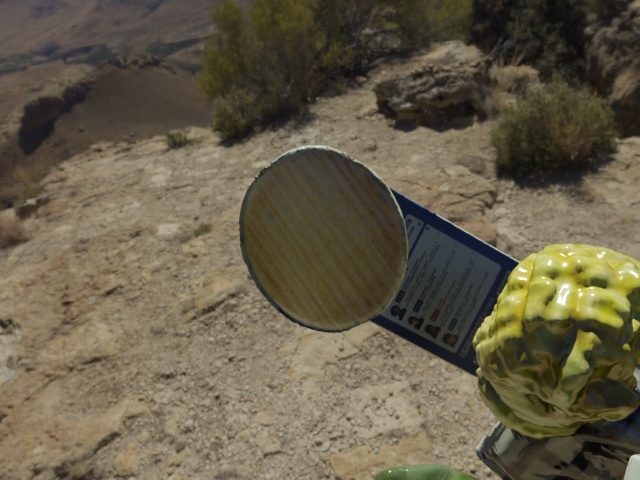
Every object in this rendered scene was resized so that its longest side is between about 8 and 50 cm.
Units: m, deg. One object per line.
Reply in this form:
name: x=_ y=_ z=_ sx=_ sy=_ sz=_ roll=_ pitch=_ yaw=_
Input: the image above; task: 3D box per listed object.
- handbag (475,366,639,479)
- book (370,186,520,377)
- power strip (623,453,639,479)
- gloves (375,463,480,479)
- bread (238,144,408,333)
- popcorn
handbag: x=0.455 y=0.329 z=0.820 sx=0.162 sy=0.325 sz=0.327 roll=-13 pitch=44 yaw=-45
book: x=0.266 y=0.104 z=1.254 sx=0.428 sy=0.300 sz=0.039 roll=29 pitch=-1 yaw=-9
power strip: x=0.285 y=0.170 z=0.273 sx=0.080 sy=0.048 sz=0.286 roll=13 pitch=-10 yaw=-10
gloves: x=0.135 y=0.288 z=0.516 sx=0.268 sy=0.107 sz=0.135 roll=-9 pitch=50 yaw=18
bread: x=0.000 y=0.000 z=0.726 sx=0.267 sy=0.267 sz=0.040 roll=9 pitch=18 yaw=30
popcorn: x=0.290 y=0.108 z=0.629 sx=0.174 sy=0.286 sz=0.225 roll=29 pitch=70 yaw=23
